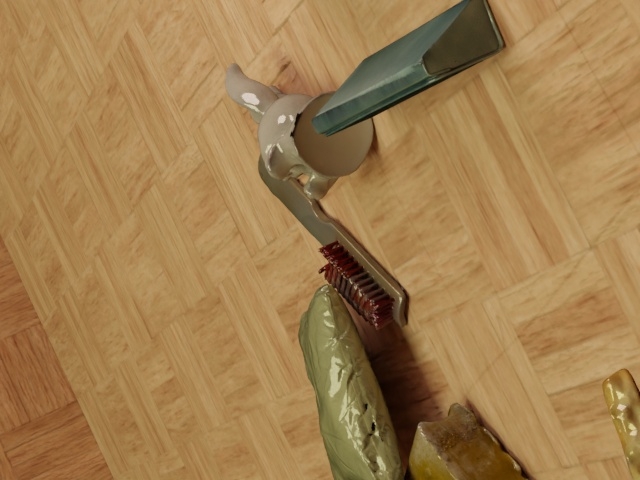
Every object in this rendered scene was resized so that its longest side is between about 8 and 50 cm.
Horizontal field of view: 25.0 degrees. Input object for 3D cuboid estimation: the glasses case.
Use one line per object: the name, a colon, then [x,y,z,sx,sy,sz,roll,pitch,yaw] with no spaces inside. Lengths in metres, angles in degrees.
glasses case: [0.086,-0.162,1.451,0.056,0.105,0.266,43,159,-11]

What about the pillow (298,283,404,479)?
pillow: [0.027,0.209,1.832,0.274,0.076,0.280,123,130,-77]

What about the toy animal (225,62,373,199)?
toy animal: [-0.041,-0.127,1.695,0.221,0.104,0.130,24,104,58]

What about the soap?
soap: [0.169,0.330,1.719,0.160,0.080,0.257,50,151,31]

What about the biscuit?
biscuit: [0.324,0.269,1.268,0.308,0.040,0.204,68,-170,20]

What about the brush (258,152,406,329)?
brush: [0.000,0.000,1.813,0.321,0.050,0.060,48,154,37]
